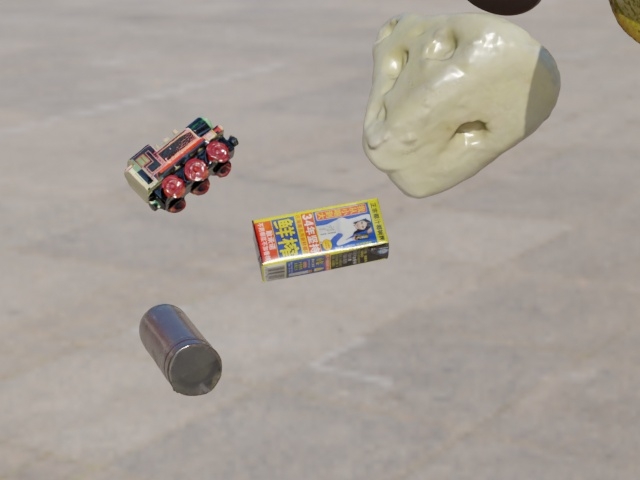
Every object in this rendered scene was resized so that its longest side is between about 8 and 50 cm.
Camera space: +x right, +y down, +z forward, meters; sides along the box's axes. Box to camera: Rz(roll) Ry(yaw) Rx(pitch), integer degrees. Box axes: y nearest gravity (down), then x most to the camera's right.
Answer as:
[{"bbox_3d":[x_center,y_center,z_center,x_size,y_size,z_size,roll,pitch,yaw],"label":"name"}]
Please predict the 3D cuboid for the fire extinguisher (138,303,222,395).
[{"bbox_3d":[-0.187,0.141,2.060,0.072,0.089,0.268,-36,19,-7],"label":"fire extinguisher"}]

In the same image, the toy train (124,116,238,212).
[{"bbox_3d":[-0.167,-0.096,1.912,0.138,0.050,0.087,-40,77,-20],"label":"toy train"}]

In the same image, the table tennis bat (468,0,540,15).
[{"bbox_3d":[0.190,-0.296,1.967,0.170,0.107,0.119,19,55,-3],"label":"table tennis bat"}]

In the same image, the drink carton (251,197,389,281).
[{"bbox_3d":[0.000,0.000,2.001,0.166,0.071,0.056,-10,-25,-6],"label":"drink carton"}]

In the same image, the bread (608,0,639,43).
[{"bbox_3d":[0.423,-0.299,1.606,0.270,0.148,0.269,-4,56,6],"label":"bread"}]

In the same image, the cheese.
[{"bbox_3d":[0.179,-0.215,2.020,0.248,0.174,0.251,-26,43,27],"label":"cheese"}]
